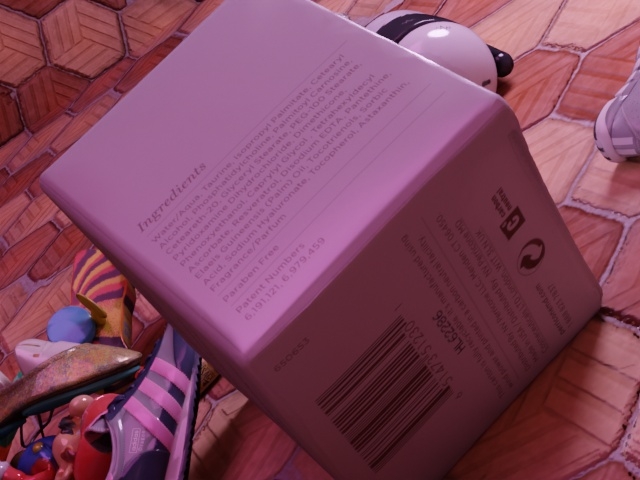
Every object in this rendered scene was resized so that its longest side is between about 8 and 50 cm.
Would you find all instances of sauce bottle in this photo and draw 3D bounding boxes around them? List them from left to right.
[{"bbox_3d":[-0.153,0.168,1.757,0.128,0.042,0.042,-48,24,-12],"label":"sauce bottle"}]

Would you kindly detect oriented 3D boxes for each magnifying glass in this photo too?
[{"bbox_3d":[-0.456,0.277,1.908,0.231,0.026,0.092,-64,-3,26],"label":"magnifying glass"}]

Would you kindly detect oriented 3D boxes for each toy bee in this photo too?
[{"bbox_3d":[-0.310,0.162,1.901,0.162,0.195,0.298,6,84,12],"label":"toy bee"}]

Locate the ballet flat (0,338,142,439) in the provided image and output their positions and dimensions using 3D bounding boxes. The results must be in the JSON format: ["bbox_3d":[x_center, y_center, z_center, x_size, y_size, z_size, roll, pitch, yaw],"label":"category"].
[{"bbox_3d":[-0.407,0.199,1.751,0.348,0.123,0.123,-29,25,13],"label":"ballet flat"}]

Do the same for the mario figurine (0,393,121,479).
[{"bbox_3d":[-0.340,0.267,1.714,0.320,0.170,0.198,-23,27,39],"label":"mario figurine"}]

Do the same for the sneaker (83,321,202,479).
[{"bbox_3d":[-0.212,0.199,1.566,0.112,0.131,0.319,99,177,-51],"label":"sneaker"}]

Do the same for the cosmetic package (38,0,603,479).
[{"bbox_3d":[0.000,0.000,1.309,0.327,0.329,0.394,-46,46,-9],"label":"cosmetic package"}]

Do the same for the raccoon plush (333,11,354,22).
[{"bbox_3d":[-0.078,-0.205,2.130,0.446,0.216,0.299,-18,24,44],"label":"raccoon plush"}]

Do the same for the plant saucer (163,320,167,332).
[{"bbox_3d":[-0.202,0.113,1.969,0.083,0.013,0.083,-34,23,16],"label":"plant saucer"}]

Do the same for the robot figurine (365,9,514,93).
[{"bbox_3d":[0.142,-0.235,1.863,0.209,0.173,0.278,-52,23,1],"label":"robot figurine"}]

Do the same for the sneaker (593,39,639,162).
[{"bbox_3d":[0.413,-0.180,1.469,0.132,0.086,0.228,7,62,54],"label":"sneaker"}]
